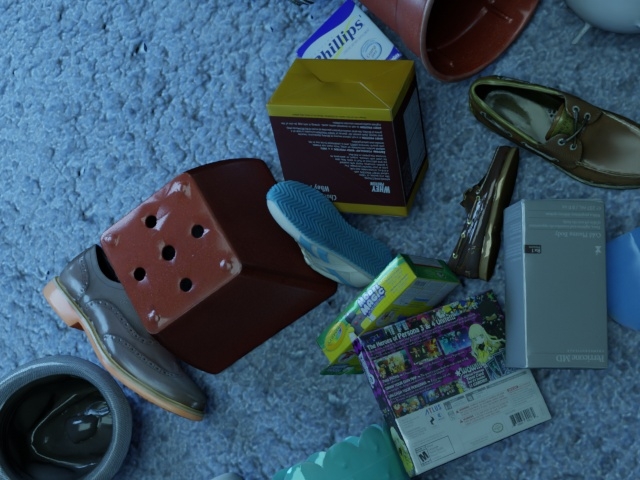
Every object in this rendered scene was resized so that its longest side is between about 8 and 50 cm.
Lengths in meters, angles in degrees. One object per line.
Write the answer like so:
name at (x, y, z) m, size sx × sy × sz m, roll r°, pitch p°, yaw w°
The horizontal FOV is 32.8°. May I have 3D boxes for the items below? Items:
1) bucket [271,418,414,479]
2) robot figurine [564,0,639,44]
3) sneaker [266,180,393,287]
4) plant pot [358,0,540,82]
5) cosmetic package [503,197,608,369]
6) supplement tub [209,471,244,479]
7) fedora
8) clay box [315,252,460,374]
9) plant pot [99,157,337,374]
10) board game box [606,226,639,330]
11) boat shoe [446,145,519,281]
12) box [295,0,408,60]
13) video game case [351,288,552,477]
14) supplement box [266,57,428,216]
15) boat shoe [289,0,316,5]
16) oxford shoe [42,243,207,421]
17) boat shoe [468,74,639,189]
bucket at (0.019, 0.393, 1.554) m, size 0.281 × 0.281 × 0.183 m, roll -30°, pitch 81°, yaw 15°
robot figurine at (0.446, -0.442, 1.515) m, size 0.300 × 0.199 × 0.354 m, roll 14°, pitch 89°, yaw 61°
sneaker at (0.000, 0.000, 1.637) m, size 0.092 × 0.228 × 0.087 m, roll -25°, pitch 33°, yaw 47°
plant pot at (0.153, -0.415, 1.601) m, size 0.265 × 0.272 × 0.272 m, roll 40°, pitch 99°, yaw 31°
cosmetic package at (0.331, 0.066, 1.537) m, size 0.127 × 0.107 × 0.238 m, roll -1°, pitch 81°, yaw -7°
supplement tub at (-0.136, 0.473, 1.664) m, size 0.144 × 0.144 × 0.200 m, roll -39°, pitch 73°, yaw 13°
fedora at (-0.426, 0.317, 1.801) m, size 0.275 × 0.124 × 0.244 m, roll -28°, pitch 77°, yaw 7°
clay box at (0.090, 0.114, 1.609) m, size 0.222 × 0.127 × 0.053 m, roll -46°, pitch 60°, yaw 23°
plant pot at (-0.179, 0.032, 1.681) m, size 0.267 × 0.235 × 0.267 m, roll -35°, pitch 74°, yaw 14°
board game box at (0.471, 0.047, 1.540) m, size 0.168 × 0.033 × 0.133 m, roll -29°, pitch 72°, yaw 27°
boat shoe at (0.240, -0.045, 1.616) m, size 0.073 × 0.073 × 0.207 m, roll 16°, pitch 91°, yaw 24°
box at (0.053, -0.285, 1.716) m, size 0.126 × 0.072 × 0.137 m, roll -44°, pitch 71°, yaw 11°
video game case at (0.188, 0.201, 1.557) m, size 0.232 × 0.042 × 0.210 m, roll -18°, pitch 75°, yaw -22°
supplement box at (0.045, -0.154, 1.621) m, size 0.191 × 0.194 × 0.129 m, roll 5°, pitch 42°, yaw 21°
boat shoe at (-0.127, -0.458, 1.793) m, size 0.335 × 0.121 × 0.119 m, roll 42°, pitch 107°, yaw 31°
oxford shoe at (-0.300, 0.148, 1.775) m, size 0.363 × 0.130 × 0.133 m, roll 41°, pitch 91°, yaw 19°
boat shoe at (0.352, -0.155, 1.569) m, size 0.307 × 0.104 × 0.111 m, roll 21°, pitch 92°, yaw 21°
